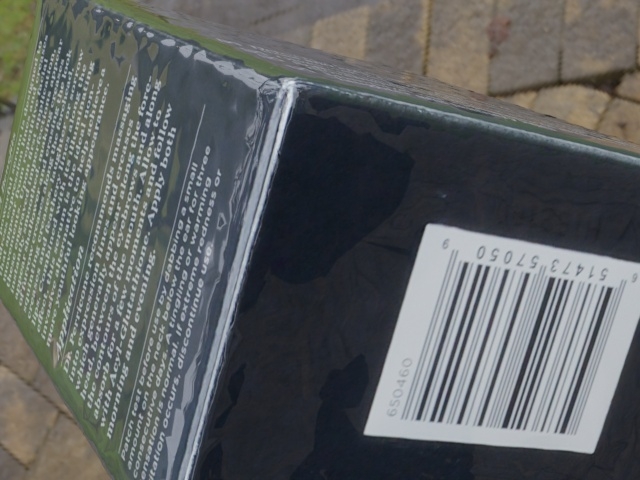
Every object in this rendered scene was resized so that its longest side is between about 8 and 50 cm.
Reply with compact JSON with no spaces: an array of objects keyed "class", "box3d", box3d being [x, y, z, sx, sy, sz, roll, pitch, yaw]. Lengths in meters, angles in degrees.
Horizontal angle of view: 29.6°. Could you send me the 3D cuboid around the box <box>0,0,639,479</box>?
[{"class":"box","box3d":[0.000,0.000,0.708,0.395,0.293,0.212,34,112,59]}]
